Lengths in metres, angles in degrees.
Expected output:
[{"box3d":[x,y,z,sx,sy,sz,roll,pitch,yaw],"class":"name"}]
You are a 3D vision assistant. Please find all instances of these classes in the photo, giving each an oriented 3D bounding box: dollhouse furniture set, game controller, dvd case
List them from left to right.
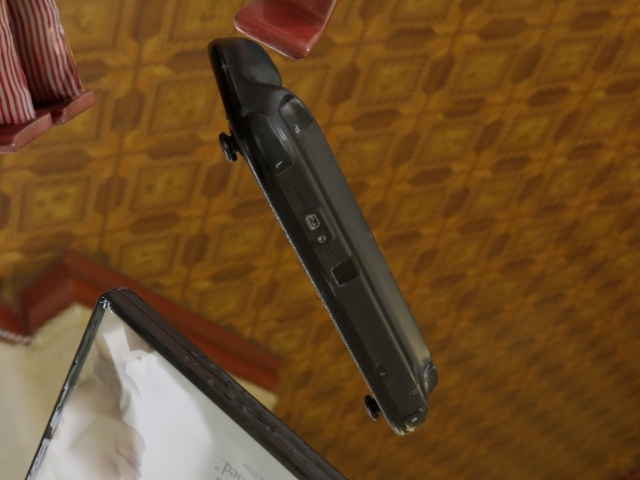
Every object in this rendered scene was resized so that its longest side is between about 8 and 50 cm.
[{"box3d":[-0.153,-0.189,0.953,0.374,0.201,0.152,-6,-162,19],"class":"dollhouse furniture set"},{"box3d":[-0.084,0.172,0.635,0.022,0.180,0.253,-19,142,-54],"class":"dvd case"},{"box3d":[0.000,0.000,0.937,0.067,0.166,0.319,-30,126,-4],"class":"game controller"}]
